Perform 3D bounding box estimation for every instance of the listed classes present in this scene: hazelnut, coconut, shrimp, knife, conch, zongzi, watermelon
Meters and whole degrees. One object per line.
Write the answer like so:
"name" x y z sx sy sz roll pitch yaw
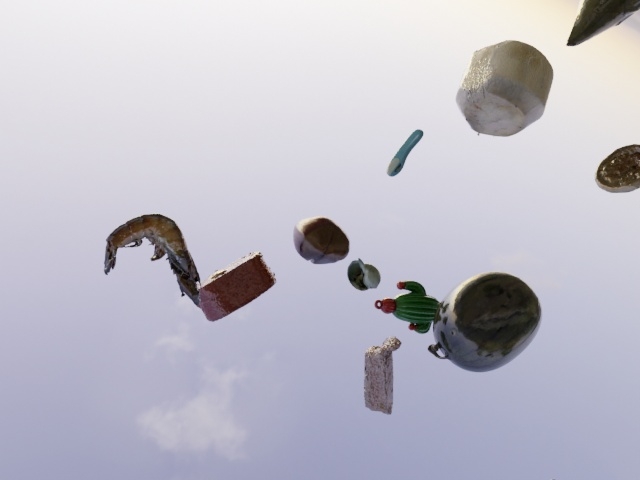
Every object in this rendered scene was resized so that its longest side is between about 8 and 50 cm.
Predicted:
"hazelnut" -0.002 0.003 1.873 0.212 0.181 0.181 27 -118 -20
"coconut" 0.507 -0.431 1.447 0.245 0.245 0.247 25 -113 -9
"shrimp" -0.295 0.049 0.908 0.148 0.195 0.035 -22 -154 -8
"knife" 0.330 -0.341 2.026 0.064 0.222 0.031 33 176 34
"conch" 0.109 0.088 1.295 0.085 0.076 0.056 57 -174 17
"zongzi" 0.749 -0.611 1.134 0.174 0.356 0.392 42 -118 -22
"watermelon" 0.495 0.251 1.588 0.279 0.359 0.279 50 172 10

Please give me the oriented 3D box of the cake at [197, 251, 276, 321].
"cake" -0.285 0.148 1.740 0.283 0.177 0.150 -29 -89 -20

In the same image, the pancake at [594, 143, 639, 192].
"pancake" 0.760 -0.180 1.292 0.025 0.152 0.151 41 -155 -30

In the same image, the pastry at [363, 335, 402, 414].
"pastry" 0.187 0.419 1.635 0.112 0.264 0.103 11 -167 18

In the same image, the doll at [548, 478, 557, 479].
"doll" 0.574 0.638 1.320 0.143 0.057 0.099 5 -175 -40

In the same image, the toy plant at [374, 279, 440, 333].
"toy plant" 0.297 0.208 1.719 0.240 0.088 0.154 34 -105 -19
